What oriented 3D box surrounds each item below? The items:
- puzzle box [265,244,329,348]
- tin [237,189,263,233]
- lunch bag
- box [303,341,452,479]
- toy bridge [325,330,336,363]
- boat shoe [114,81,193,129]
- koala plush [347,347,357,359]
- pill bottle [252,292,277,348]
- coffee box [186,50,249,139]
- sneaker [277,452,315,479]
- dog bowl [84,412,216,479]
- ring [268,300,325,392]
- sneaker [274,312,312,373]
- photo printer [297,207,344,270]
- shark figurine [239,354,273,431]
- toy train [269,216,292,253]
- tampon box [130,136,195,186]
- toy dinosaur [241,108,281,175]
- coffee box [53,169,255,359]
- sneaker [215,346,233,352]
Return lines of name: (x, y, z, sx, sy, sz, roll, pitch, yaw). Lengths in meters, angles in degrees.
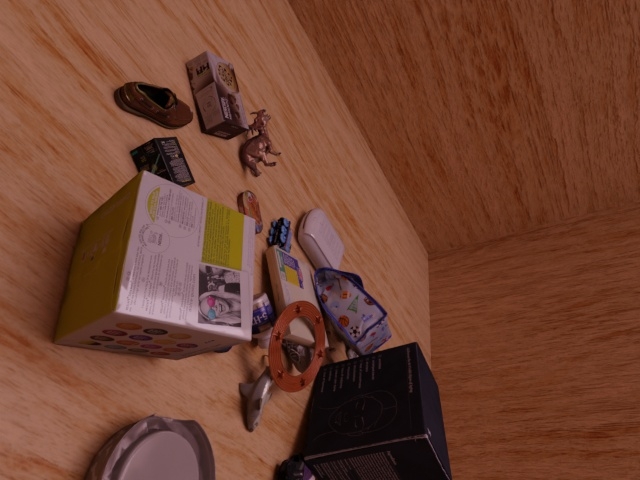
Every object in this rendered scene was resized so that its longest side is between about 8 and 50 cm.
puzzle box: (-0.098, 0.239, 1.785, 0.272, 0.052, 0.408, 34, 33, -49)
tin: (-0.293, -0.115, 1.781, 0.106, 0.040, 0.189, 10, 66, -65)
lunch bag: (0.133, 0.314, 1.975, 0.385, 0.239, 0.327, 44, -13, 30)
box: (0.233, 0.722, 1.741, 0.297, 0.472, 0.479, 61, 20, -22)
toy bridge: (0.049, 0.535, 2.064, 0.063, 0.026, 0.188, -8, 83, -60)
boat shoe: (-0.531, -0.456, 1.450, 0.307, 0.105, 0.110, -11, 85, -63)
koala plush: (0.191, 0.498, 2.233, 0.196, 0.204, 0.221, -54, 144, -47)
pill bottle: (-0.221, 0.299, 1.593, 0.112, 0.112, 0.186, -36, 107, -62)
coffee box: (-0.413, -0.577, 1.727, 0.168, 0.119, 0.296, -2, 76, -64)
sneaker: (-0.125, 0.846, 1.496, 0.124, 0.107, 0.283, 68, 19, 10)
dog bowl: (-0.417, 0.607, 1.056, 0.349, 0.102, 0.348, 38, 44, -49)
ring: (-0.071, 0.391, 1.587, 0.337, 0.032, 0.336, 3, 86, -55)
sneaker: (-0.127, 0.413, 1.741, 0.115, 0.105, 0.281, -9, 72, -57)
photo printer: (0.000, 0.000, 2.190, 0.307, 0.107, 0.256, 58, 30, -27)
shark figurine: (-0.220, 0.502, 1.503, 0.166, 0.116, 0.278, 94, 13, -49)
toy train: (-0.173, -0.019, 1.913, 0.184, 0.080, 0.105, -83, 154, -43)
tampon box: (-0.500, -0.232, 1.362, 0.101, 0.121, 0.160, -34, 105, -62)
toy dinosaur: (-0.288, -0.410, 1.879, 0.200, 0.127, 0.295, 42, 52, -34)
coffee box: (-0.399, 0.089, 1.071, 0.335, 0.338, 0.337, 25, 53, -41)
sneaker: (-0.344, 0.223, 1.448, 0.131, 0.112, 0.318, 72, 11, -64)
